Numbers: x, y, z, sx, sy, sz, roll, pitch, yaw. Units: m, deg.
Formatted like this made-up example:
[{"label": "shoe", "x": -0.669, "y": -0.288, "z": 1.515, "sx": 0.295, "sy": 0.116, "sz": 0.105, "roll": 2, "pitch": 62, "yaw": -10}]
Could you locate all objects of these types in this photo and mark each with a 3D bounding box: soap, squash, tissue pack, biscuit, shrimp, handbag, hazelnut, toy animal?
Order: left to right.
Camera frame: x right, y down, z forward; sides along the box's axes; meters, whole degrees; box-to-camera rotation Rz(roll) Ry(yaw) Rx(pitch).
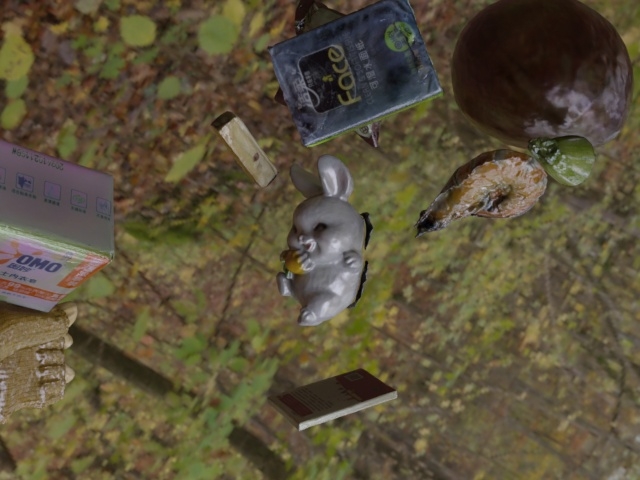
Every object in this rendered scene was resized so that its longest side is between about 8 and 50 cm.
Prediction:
[{"label": "soap", "x": -0.383, "y": -0.019, "z": 1.206, "sx": 0.199, "sy": 0.139, "sz": 0.182, "roll": 19, "pitch": 142, "yaw": -36}, {"label": "biscuit", "x": -0.151, "y": -0.185, "z": 1.953, "sx": 0.056, "sy": 0.052, "sz": 0.188, "roll": -44, "pitch": 134, "yaw": -7}, {"label": "toy animal", "x": 0.003, "y": 0.004, "z": 1.890, "sx": 0.154, "sy": 0.208, "sz": 0.326, "roll": 2, "pitch": 84, "yaw": -32}, {"label": "handbag", "x": 0.040, "y": -0.308, "z": 1.731, "sx": 0.127, "sy": 0.235, "sz": 0.213, "roll": -15, "pitch": 127, "yaw": -56}, {"label": "tissue pack", "x": 0.054, "y": -0.265, "z": 1.498, "sx": 0.235, "sy": 0.174, "sz": 0.073, "roll": -19, "pitch": 178, "yaw": 11}, {"label": "shrimp", "x": 0.300, "y": -0.074, "z": 1.819, "sx": 0.317, "sy": 0.164, "sz": 0.062, "roll": -39, "pitch": -153, "yaw": 47}, {"label": "hazelnut", "x": 0.499, "y": -0.364, "z": 2.138, "sx": 0.353, "sy": 0.420, "sz": 0.421, "roll": -58, "pitch": 166, "yaw": 18}, {"label": "squash", "x": 0.465, "y": -0.166, "z": 1.891, "sx": 0.132, "sy": 0.105, "sz": 0.105, "roll": 7, "pitch": 115, "yaw": -46}]

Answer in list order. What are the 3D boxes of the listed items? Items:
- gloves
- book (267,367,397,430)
[{"label": "gloves", "x": -0.464, "y": 0.145, "z": 1.297, "sx": 0.203, "sy": 0.155, "sz": 0.356, "roll": -49, "pitch": 154, "yaw": 18}, {"label": "book", "x": 0.024, "y": 0.329, "z": 2.017, "sx": 0.231, "sy": 0.162, "sz": 0.022, "roll": -15, "pitch": 107, "yaw": -24}]
